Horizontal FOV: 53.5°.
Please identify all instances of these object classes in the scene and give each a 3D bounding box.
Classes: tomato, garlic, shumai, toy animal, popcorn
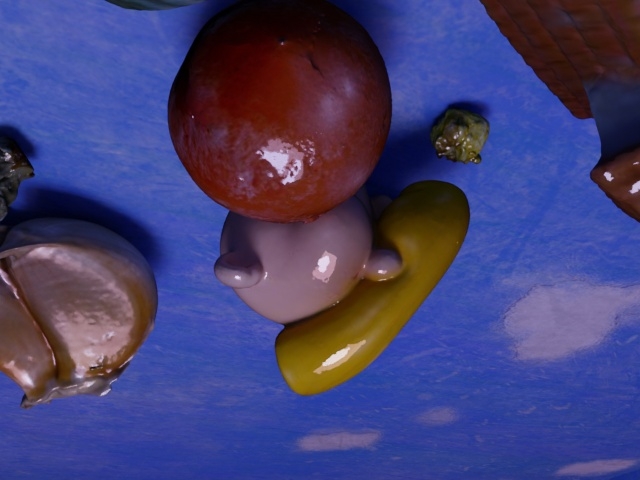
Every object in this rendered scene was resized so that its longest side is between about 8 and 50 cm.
[{"bbox_3d":[-0.040,-0.122,0.583,0.208,0.208,0.184,-15,139,19],"label":"tomato"},{"bbox_3d":[-0.391,0.081,0.866,0.286,0.249,0.313,-1,129,27],"label":"garlic"},{"bbox_3d":[-0.388,-0.086,0.736,0.124,0.087,0.099,45,163,6],"label":"shumai"},{"bbox_3d":[0.015,-0.016,0.761,0.247,0.345,0.277,42,112,-5],"label":"toy animal"},{"bbox_3d":[0.164,-0.115,0.734,0.068,0.060,0.083,-16,152,19],"label":"popcorn"}]

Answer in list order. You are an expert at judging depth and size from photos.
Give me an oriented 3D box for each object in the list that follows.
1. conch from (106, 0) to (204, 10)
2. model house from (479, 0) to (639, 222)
[{"bbox_3d":[-0.105,-0.267,0.407,0.220,0.196,0.277,8,178,-3],"label":"conch"},{"bbox_3d":[0.219,-0.187,0.393,0.251,0.329,0.295,-24,142,34],"label":"model house"}]
